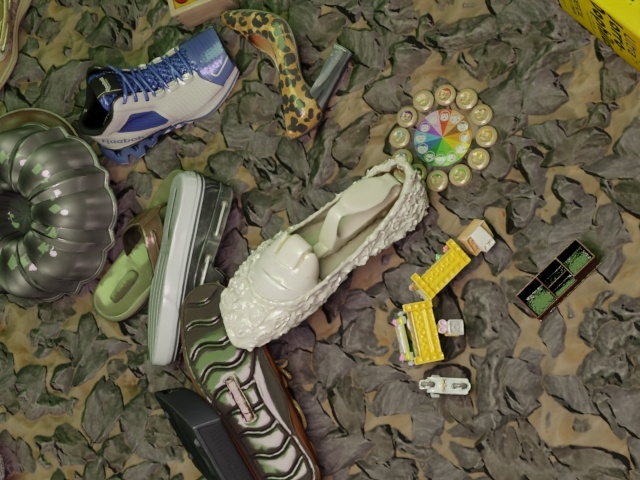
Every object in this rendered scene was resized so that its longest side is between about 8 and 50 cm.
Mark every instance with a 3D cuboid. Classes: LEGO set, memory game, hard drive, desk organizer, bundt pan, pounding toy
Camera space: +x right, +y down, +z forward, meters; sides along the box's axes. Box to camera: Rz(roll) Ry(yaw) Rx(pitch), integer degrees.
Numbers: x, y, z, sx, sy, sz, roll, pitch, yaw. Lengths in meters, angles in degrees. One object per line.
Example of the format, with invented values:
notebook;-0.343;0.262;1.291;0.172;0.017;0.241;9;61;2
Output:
LEGO set;0.180;0.101;1.747;0.132;0.107;0.287;13;76;-10
memory game;0.201;-0.170;1.830;0.186;0.012;0.186;-6;75;22
hard drive;-0.179;0.315;1.742;0.054;0.254;0.172;-31;104;-17
desk organizer;0.360;0.059;1.687;0.130;0.050;0.047;-45;65;7
bundt pan;-0.529;-0.045;1.968;0.331;0.124;0.331;2;97;20
pounding toy;-0.239;-0.481;2.036;0.130;0.100;0.141;-18;76;18

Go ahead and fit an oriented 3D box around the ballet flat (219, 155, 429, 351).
ballet flat;0.000;0.000;1.730;0.409;0.147;0.147;-39;64;-16

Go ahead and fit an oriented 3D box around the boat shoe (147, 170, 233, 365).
boat shoe;-0.214;0.053;1.889;0.121;0.119;0.335;-161;82;-69

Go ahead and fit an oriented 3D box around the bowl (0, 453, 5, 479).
bowl;-0.626;0.421;1.999;0.170;0.080;0.170;-6;75;22

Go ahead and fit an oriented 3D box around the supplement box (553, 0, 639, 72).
supplement box;0.496;-0.379;1.654;0.195;0.194;0.356;-46;65;7

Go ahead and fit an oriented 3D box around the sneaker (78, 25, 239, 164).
sneaker;-0.307;-0.263;1.973;0.315;0.182;0.127;-36;68;11

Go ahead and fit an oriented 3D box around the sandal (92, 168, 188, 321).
sandal;-0.304;0.012;1.958;0.120;0.086;0.303;33;92;26

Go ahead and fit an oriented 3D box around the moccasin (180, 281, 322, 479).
moccasin;-0.107;0.241;1.784;0.139;0.147;0.380;-34;79;-2

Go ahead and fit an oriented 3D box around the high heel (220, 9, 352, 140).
high heel;-0.096;-0.293;1.937;0.261;0.093;0.186;25;82;17

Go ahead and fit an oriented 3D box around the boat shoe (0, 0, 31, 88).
boat shoe;-0.654;-0.422;2.209;0.104;0.089;0.285;9;82;24

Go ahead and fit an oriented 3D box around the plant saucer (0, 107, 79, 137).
plant saucer;-0.564;-0.098;2.116;0.310;0.050;0.310;-5;76;22
